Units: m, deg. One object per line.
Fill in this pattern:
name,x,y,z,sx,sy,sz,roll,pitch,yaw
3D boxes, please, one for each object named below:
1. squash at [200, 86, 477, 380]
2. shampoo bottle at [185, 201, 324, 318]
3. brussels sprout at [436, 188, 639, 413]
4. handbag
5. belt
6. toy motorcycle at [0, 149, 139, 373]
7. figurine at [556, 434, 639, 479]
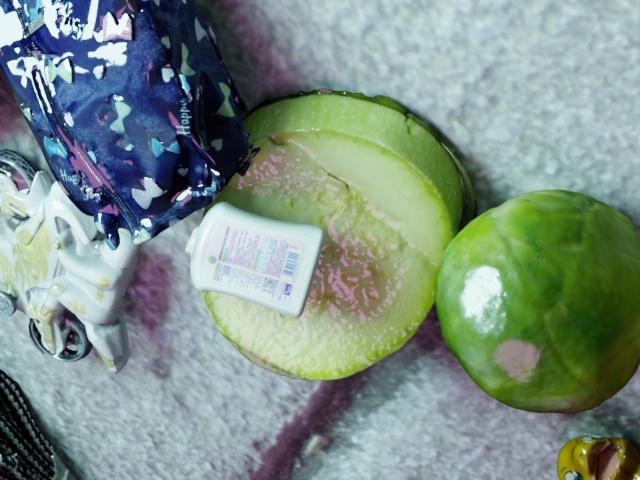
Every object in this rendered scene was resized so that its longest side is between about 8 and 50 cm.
squash,0.010,-0.011,1.048,0.220,0.133,0.220,6,125,9
shampoo bottle,-0.053,0.013,0.995,0.099,0.043,0.072,15,100,-2
brussels sprout,0.168,0.041,1.001,0.161,0.180,0.144,0,137,3
handbag,-0.157,-0.132,0.979,0.162,0.113,0.260,-22,101,26
belt,-0.299,0.276,1.390,0.094,0.126,0.359,-17,128,17
toy motorcycle,-0.223,0.021,1.175,0.151,0.074,0.228,1,120,23
figurine,0.299,0.227,1.188,0.176,0.121,0.122,20,161,18
